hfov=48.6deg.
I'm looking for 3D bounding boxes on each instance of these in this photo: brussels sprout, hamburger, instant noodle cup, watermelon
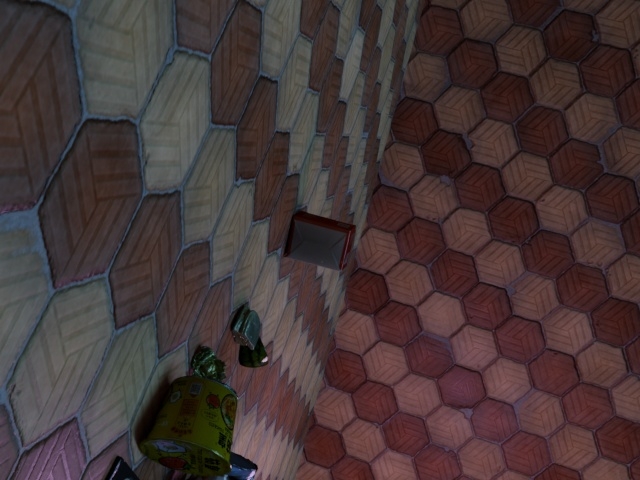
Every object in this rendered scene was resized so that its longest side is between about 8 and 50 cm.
[{"bbox_3d":[-0.247,0.269,1.530,0.085,0.058,0.085,-14,111,-42],"label":"brussels sprout"},{"bbox_3d":[-0.184,0.213,1.781,0.121,0.054,0.084,73,36,-59],"label":"hamburger"},{"bbox_3d":[-0.245,0.358,1.383,0.182,0.182,0.144,92,8,-54],"label":"instant noodle cup"},{"bbox_3d":[-0.191,0.306,1.915,0.069,0.087,0.163,-26,144,-22],"label":"watermelon"}]

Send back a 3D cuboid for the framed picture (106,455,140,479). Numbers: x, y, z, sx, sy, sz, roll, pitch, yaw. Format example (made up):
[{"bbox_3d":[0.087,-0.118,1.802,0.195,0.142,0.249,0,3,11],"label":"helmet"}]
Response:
[{"bbox_3d":[-0.408,0.574,1.268,0.244,0.013,0.324,91,18,-57],"label":"framed picture"}]

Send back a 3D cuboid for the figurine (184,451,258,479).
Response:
[{"bbox_3d":[-0.268,0.670,1.589,0.388,0.248,0.276,-69,-167,-11],"label":"figurine"}]

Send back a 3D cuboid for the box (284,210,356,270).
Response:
[{"bbox_3d":[0.000,0.000,2.063,0.099,0.182,0.133,-38,140,-72],"label":"box"}]
